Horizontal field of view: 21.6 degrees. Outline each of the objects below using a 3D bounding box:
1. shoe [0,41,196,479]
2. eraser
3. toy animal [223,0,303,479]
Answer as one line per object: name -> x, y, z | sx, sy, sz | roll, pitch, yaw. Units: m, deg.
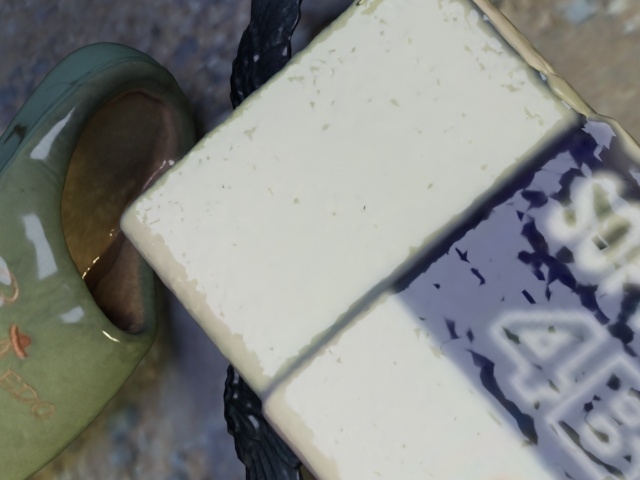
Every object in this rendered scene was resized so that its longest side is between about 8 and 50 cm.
shoe -> -0.098, 0.022, 0.601 | 0.078, 0.079, 0.195 | 21, 80, 47
eraser -> 0.084, 0.066, 0.444 | 0.130, 0.086, 0.287 | -42, 72, 7
toy animal -> 0.000, 0.000, 0.564 | 0.108, 0.062, 0.220 | -2, 79, 29
